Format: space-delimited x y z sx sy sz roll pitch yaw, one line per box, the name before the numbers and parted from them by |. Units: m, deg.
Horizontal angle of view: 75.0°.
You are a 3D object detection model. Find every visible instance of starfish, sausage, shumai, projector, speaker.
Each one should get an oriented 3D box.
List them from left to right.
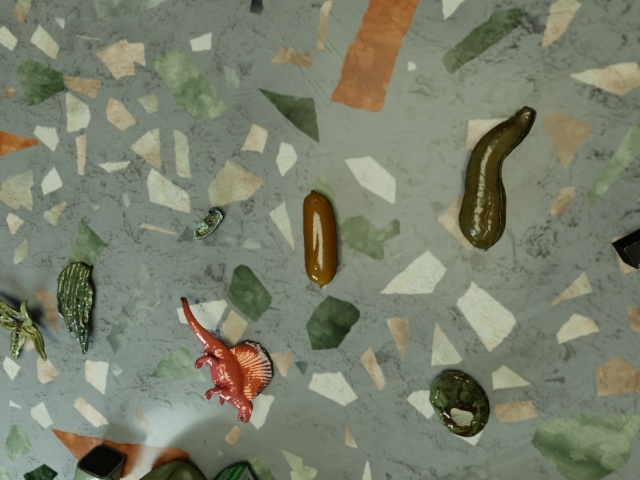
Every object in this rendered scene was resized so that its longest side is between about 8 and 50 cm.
starfish | -0.699 0.202 0.966 0.223 0.050 0.217 39 113 16
projector | -0.516 0.544 0.970 0.083 0.083 0.082 20 105 9
sausage | 0.000 0.000 0.755 0.062 0.054 0.183 -3 99 -16
shumai | 0.249 0.304 0.736 0.099 0.087 0.124 -35 92 16
speaker | 0.548 -0.024 0.620 0.191 0.046 0.040 -32 93 18

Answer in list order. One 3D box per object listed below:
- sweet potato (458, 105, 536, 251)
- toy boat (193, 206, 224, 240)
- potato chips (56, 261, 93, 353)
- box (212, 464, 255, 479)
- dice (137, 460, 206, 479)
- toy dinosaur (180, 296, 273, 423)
sweet potato | 0.272 -0.099 0.667 0.081 0.062 0.233 11 100 -4
toy boat | -0.221 -0.030 0.811 0.038 0.038 0.083 44 106 2
potato chips | -0.546 0.148 0.930 0.091 0.028 0.208 10 101 13
box | -0.166 0.619 0.853 0.103 0.180 0.250 -28 95 21
dice | -0.344 0.603 0.897 0.169 0.166 0.169 -30 93 17
toy dinosaur | -0.178 0.231 0.846 0.138 0.070 0.286 -18 93 6
